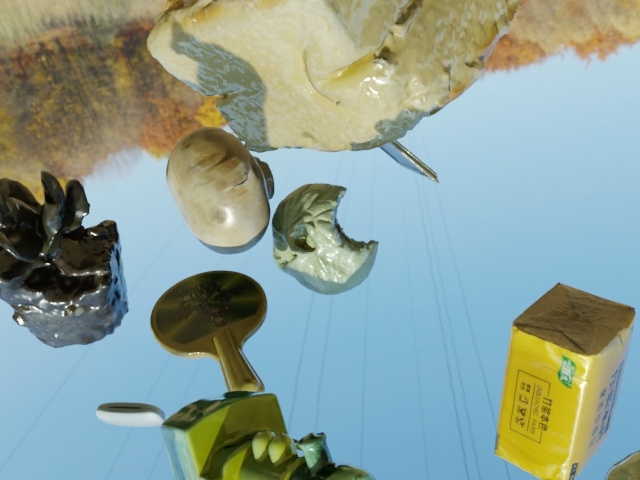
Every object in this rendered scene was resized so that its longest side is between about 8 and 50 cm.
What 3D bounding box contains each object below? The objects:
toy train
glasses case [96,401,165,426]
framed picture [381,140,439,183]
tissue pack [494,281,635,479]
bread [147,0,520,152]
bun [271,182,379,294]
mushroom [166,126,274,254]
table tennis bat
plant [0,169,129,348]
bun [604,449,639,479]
[{"bbox_3d":[-0.028,0.267,0.609,0.150,0.237,0.369,-16,178,-31],"label":"toy train"},{"bbox_3d":[-0.471,0.432,1.603,0.179,0.067,0.045,-2,-135,15],"label":"glasses case"},{"bbox_3d":[0.118,-0.209,1.299,0.019,0.232,0.296,-51,-166,6],"label":"framed picture"},{"bbox_3d":[0.585,0.340,1.556,0.228,0.381,0.293,19,-150,39],"label":"tissue pack"},{"bbox_3d":[0.021,-0.329,0.880,0.390,0.279,0.371,6,-124,46],"label":"bread"},{"bbox_3d":[0.000,0.000,1.180,0.212,0.203,0.126,33,-156,10],"label":"bun"},{"bbox_3d":[-0.177,-0.091,1.190,0.184,0.254,0.255,-14,-162,-30],"label":"mushroom"},{"bbox_3d":[-0.165,0.150,1.052,0.198,0.050,0.321,-20,-143,-15],"label":"table tennis bat"},{"bbox_3d":[-0.421,0.033,1.052,0.189,0.276,0.199,-8,-139,-2],"label":"plant"},{"bbox_3d":[0.424,0.347,0.748,0.229,0.229,0.145,-13,-175,12],"label":"bun"}]
